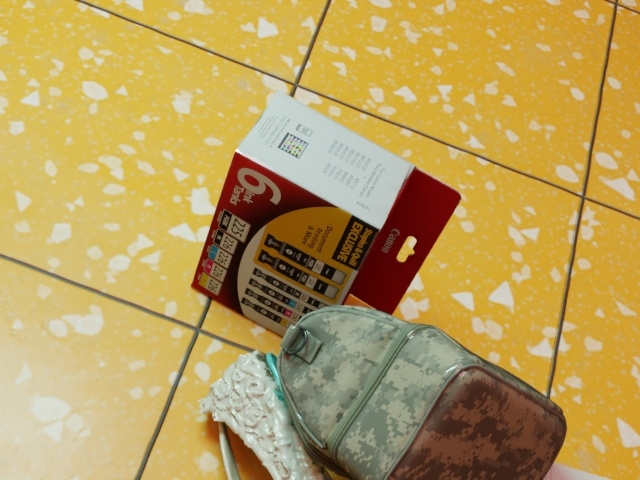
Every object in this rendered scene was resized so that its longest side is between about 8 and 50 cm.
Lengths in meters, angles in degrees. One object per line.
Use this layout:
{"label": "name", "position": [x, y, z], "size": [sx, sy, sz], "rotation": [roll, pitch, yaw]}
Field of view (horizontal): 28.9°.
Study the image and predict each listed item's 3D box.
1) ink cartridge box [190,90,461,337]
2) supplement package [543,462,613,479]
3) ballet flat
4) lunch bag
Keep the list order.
{"label": "ink cartridge box", "position": [0.000, 0.000, 1.629], "size": [0.272, 0.309, 0.130], "rotation": [28, 52, 3]}
{"label": "supplement package", "position": [0.313, 0.362, 1.602], "size": [0.179, 0.105, 0.105], "rotation": [17, 52, -5]}
{"label": "ballet flat", "position": [-0.026, 0.326, 1.525], "size": [0.147, 0.147, 0.409], "rotation": [-17, 59, -27]}
{"label": "lunch bag", "position": [0.114, 0.207, 1.506], "size": [0.305, 0.212, 0.256], "rotation": [30, 4, -46]}
